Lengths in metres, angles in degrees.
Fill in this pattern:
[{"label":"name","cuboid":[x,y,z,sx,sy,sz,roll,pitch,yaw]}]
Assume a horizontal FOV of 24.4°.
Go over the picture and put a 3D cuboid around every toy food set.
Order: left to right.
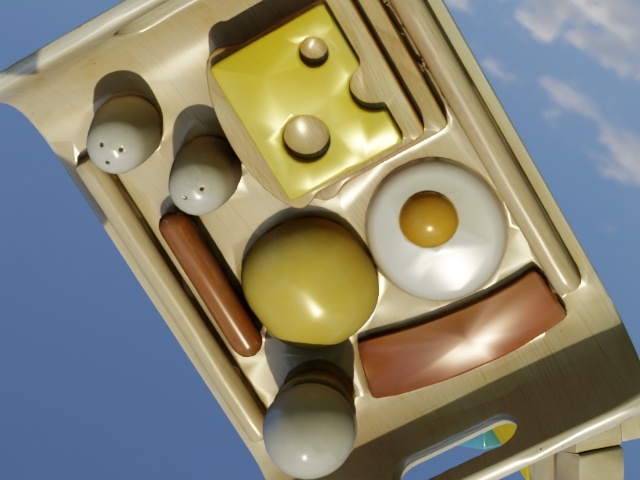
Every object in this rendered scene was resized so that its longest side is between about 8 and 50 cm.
[{"label":"toy food set","cuboid":[0.000,0.000,0.747,0.306,0.220,0.092,59,-165,-14]}]

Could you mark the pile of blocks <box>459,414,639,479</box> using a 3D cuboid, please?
[{"label":"pile of blocks","cuboid":[0.113,0.039,1.028,0.112,0.149,0.362,-3,-126,-39]}]
